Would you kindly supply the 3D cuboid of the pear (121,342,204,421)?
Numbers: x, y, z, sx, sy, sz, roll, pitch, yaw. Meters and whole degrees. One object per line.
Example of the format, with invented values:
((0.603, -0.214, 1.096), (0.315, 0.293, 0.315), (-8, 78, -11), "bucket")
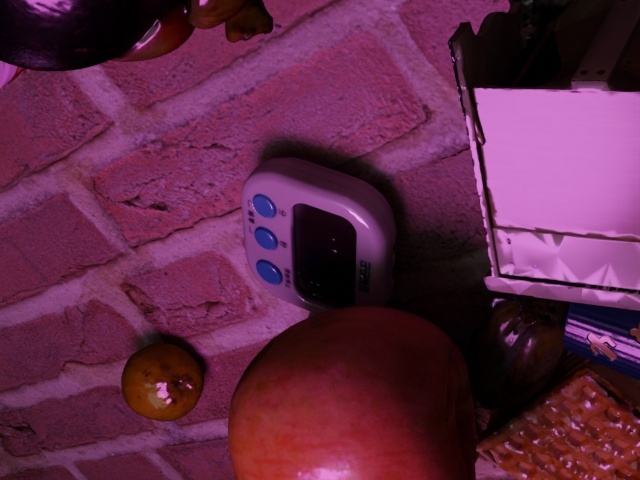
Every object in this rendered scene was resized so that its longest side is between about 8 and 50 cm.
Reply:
((-0.298, 0.268, 1.912), (0.162, 0.149, 0.149), (-8, 124, 44), "pear")

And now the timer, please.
((0.000, 0.000, 1.496), (0.237, 0.087, 0.262), (19, 137, 19), "timer")

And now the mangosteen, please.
((-0.243, -0.364, 1.119), (0.434, 0.382, 0.382), (18, 139, -4), "mangosteen")

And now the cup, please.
((0.406, 0.093, 1.294), (0.155, 0.131, 0.177), (16, 107, 27), "cup")

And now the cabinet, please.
((0.317, -0.122, 1.061), (0.289, 0.227, 0.318), (6, 129, 31), "cabinet")

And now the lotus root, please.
((0.277, 0.149, 1.425), (0.124, 0.123, 0.241), (49, 149, 22), "lotus root")

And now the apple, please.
((0.046, 0.268, 1.398), (0.363, 0.364, 0.364), (19, 137, 19), "apple")

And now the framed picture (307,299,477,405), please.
((0.099, 0.210, 1.579), (0.296, 0.019, 0.232), (23, 95, 15), "framed picture")

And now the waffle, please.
((0.396, 0.283, 1.497), (0.212, 0.091, 0.308), (36, 141, -2), "waffle")

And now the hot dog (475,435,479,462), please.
((0.132, 0.304, 1.661), (0.256, 0.150, 0.153), (19, 147, 18), "hot dog")

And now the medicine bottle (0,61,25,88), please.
((-0.484, -0.337, 1.385), (0.252, 0.241, 0.253), (19, 136, 19), "medicine bottle")
